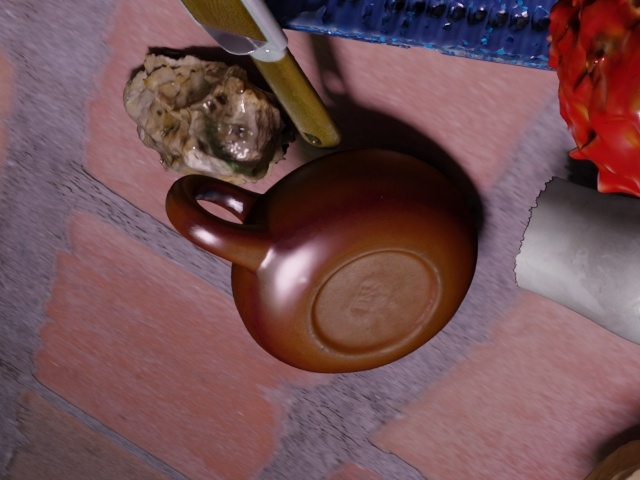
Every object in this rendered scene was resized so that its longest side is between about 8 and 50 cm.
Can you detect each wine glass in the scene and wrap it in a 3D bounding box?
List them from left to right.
[{"bbox_3d":[0.225,0.027,0.983,0.202,0.093,0.093,22,153,19],"label":"wine glass"}]

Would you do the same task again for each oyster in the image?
[{"bbox_3d":[-0.087,-0.075,1.178,0.209,0.072,0.133,5,141,47],"label":"oyster"}]

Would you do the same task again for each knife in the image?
[{"bbox_3d":[-0.052,-0.126,0.932,0.061,0.027,0.343,18,167,20],"label":"knife"}]

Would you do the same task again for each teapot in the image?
[{"bbox_3d":[0.000,0.000,1.115,0.252,0.178,0.135,17,-154,-30],"label":"teapot"}]

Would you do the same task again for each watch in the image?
[{"bbox_3d":[0.019,-0.166,0.888,0.276,0.068,0.274,32,159,-30],"label":"watch"}]

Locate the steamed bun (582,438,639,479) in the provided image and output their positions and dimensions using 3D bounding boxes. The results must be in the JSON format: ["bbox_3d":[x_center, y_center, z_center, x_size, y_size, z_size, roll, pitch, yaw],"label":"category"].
[{"bbox_3d":[0.298,0.311,1.191,0.325,0.230,0.372,57,142,-2],"label":"steamed bun"}]

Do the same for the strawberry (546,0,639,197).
[{"bbox_3d":[0.186,-0.089,0.636,0.234,0.234,0.178,21,-163,22],"label":"strawberry"}]
